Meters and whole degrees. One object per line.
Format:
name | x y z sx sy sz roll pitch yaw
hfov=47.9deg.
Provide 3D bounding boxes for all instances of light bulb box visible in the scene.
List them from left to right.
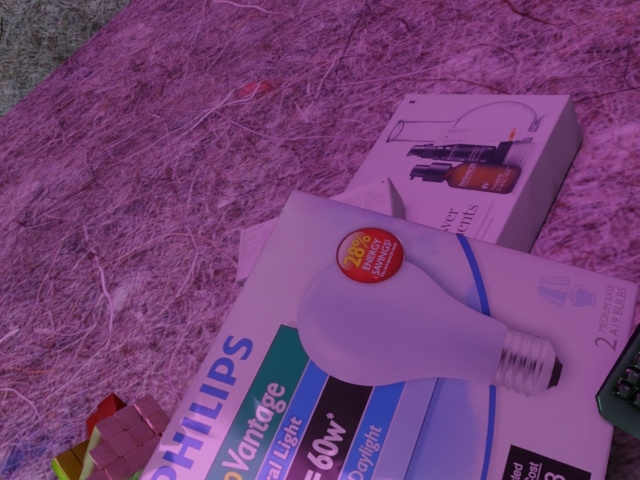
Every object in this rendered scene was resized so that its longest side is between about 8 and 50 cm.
light bulb box | 0.075 0.184 0.711 0.361 0.225 0.358 16 58 15

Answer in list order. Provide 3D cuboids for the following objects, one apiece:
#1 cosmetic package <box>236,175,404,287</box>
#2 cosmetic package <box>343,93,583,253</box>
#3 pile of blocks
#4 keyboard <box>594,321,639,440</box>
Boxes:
cosmetic package | 0.000 0.000 1.007 0.239 0.060 0.099 -19 47 21
cosmetic package | 0.177 -0.057 1.060 0.284 0.097 0.377 8 56 41
pile of blocks | -0.226 0.260 0.807 0.149 0.362 0.112 -36 70 -21
keyboard | 0.401 0.130 0.581 0.201 0.317 0.033 -60 4 1
